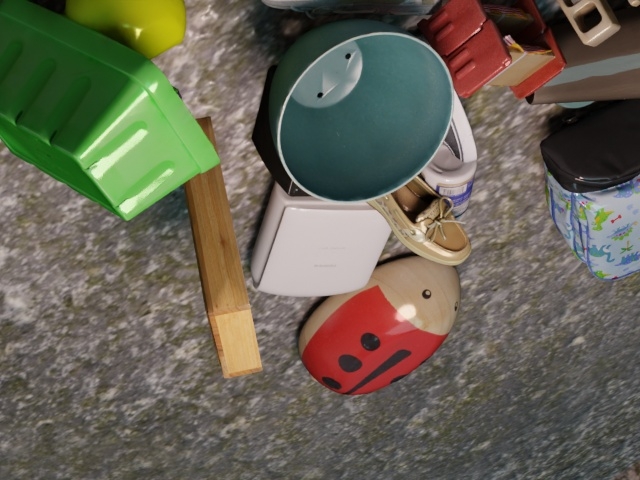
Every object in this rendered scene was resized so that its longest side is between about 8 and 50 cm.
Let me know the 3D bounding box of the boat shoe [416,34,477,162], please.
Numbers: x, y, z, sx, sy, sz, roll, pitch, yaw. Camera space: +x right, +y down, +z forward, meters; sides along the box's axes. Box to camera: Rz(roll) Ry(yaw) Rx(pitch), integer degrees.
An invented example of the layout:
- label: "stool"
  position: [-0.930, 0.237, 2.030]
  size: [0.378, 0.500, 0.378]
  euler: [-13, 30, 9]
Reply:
- label: "boat shoe"
  position: [0.198, -0.237, 2.047]
  size: [0.102, 0.108, 0.301]
  euler: [-22, 140, 10]

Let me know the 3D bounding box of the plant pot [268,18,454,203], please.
- label: "plant pot"
  position: [0.038, -0.232, 1.816]
  size: [0.290, 0.195, 0.290]
  euler: [-13, 127, -17]

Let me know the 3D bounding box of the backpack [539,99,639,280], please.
- label: "backpack"
  position: [0.581, -0.089, 2.279]
  size: [0.290, 0.273, 0.355]
  euler: [-24, 158, -10]

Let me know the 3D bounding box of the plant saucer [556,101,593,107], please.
- label: "plant saucer"
  position: [0.487, -0.285, 2.152]
  size: [0.119, 0.021, 0.119]
  euler: [-9, 142, -7]

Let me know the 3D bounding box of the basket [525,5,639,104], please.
- label: "basket"
  position: [0.468, -0.316, 2.004]
  size: [0.227, 0.154, 0.204]
  euler: [-8, 158, -2]

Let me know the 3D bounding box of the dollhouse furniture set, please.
- label: "dollhouse furniture set"
  position: [0.367, -0.380, 1.799]
  size: [0.374, 0.152, 0.201]
  euler: [-36, 162, 34]

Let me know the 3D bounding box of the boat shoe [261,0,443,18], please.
- label: "boat shoe"
  position: [0.051, -0.390, 1.794]
  size: [0.321, 0.118, 0.103]
  euler: [-10, 139, -18]

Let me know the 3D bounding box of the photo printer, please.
- label: "photo printer"
  position: [0.000, 0.000, 2.285]
  size: [0.256, 0.107, 0.307]
  euler: [0, 141, -19]

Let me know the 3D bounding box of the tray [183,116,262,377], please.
- label: "tray"
  position: [-0.179, 0.008, 1.980]
  size: [0.076, 0.410, 0.202]
  euler: [-12, 143, -5]

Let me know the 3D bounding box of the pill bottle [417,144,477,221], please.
- label: "pill bottle"
  position: [0.237, -0.098, 2.234]
  size: [0.112, 0.112, 0.186]
  euler: [-8, 143, -9]

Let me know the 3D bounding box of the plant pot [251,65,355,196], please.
- label: "plant pot"
  position: [0.000, -0.179, 2.004]
  size: [0.188, 0.167, 0.188]
  euler: [-2, 140, -17]

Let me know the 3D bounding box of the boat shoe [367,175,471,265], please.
- label: "boat shoe"
  position: [0.170, -0.065, 2.140]
  size: [0.285, 0.104, 0.089]
  euler: [39, 151, 2]

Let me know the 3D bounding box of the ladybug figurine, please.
- label: "ladybug figurine"
  position: [0.134, 0.209, 2.555]
  size: [0.305, 0.161, 0.449]
  euler: [18, 133, -36]

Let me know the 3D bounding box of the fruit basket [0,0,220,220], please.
- label: "fruit basket"
  position: [-0.305, -0.267, 1.707]
  size: [0.392, 0.392, 0.283]
  euler: [-20, 143, 7]
